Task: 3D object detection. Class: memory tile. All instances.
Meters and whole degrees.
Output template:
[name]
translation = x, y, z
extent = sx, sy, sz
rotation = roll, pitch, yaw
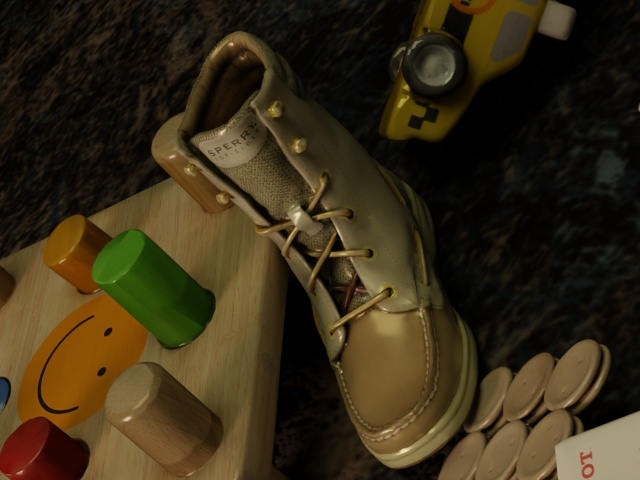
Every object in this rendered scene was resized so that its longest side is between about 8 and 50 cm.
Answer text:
[memory tile]
translation = 0.078, 0.114, 0.718
extent = 0.113, 0.012, 0.148
rotation = -32, 29, 61

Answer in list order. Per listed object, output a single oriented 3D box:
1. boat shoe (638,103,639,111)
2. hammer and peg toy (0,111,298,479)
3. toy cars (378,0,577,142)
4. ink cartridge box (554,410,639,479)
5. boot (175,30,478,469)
[boat shoe]
translation = 0.289, -0.074, 0.671
extent = 0.305, 0.091, 0.109
rotation = -20, 11, 29
[hammer and peg toy]
translation = -0.136, 0.114, 0.861
extent = 0.266, 0.127, 0.361
rotation = -23, 40, 27
[toy cars]
translation = 0.121, -0.214, 0.976
extent = 0.176, 0.087, 0.393
rotation = 114, 173, -53
[ink cartridge box]
translation = 0.158, 0.115, 0.603
extent = 0.143, 0.090, 0.092
rotation = -26, 39, 26
[boot]
translation = 0.000, 0.000, 0.811
extent = 0.077, 0.165, 0.213
rotation = -32, 35, 18
